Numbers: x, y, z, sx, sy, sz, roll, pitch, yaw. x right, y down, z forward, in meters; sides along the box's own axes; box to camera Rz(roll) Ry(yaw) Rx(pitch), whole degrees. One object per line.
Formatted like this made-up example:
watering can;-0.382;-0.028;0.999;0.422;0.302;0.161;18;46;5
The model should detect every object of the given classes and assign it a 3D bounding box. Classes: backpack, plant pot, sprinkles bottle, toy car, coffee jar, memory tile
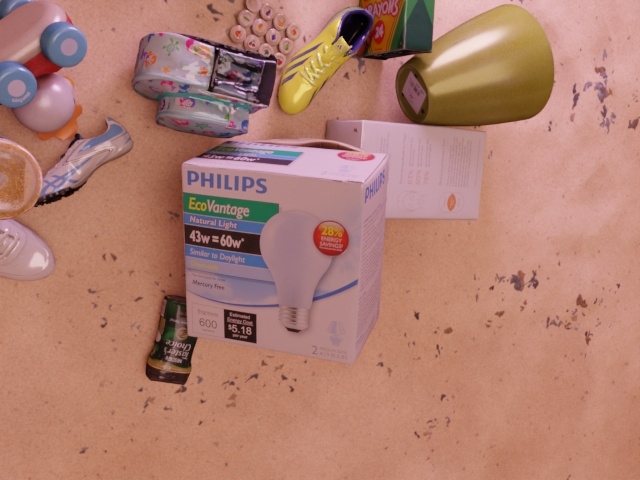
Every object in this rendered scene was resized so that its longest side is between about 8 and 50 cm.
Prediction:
backpack;-0.239;-0.305;1.372;0.253;0.225;0.191;17;86;-24
plant pot;0.330;-0.376;1.618;0.293;0.274;0.275;-19;107;-21
sprinkles bottle;-0.543;-0.115;1.175;0.121;0.355;0.121;-5;101;-26
toy car;-0.506;-0.289;1.284;0.210;0.219;0.238;-44;144;-14
coffee jar;-0.311;0.216;1.507;0.096;0.079;0.185;14;93;-28
memory tile;-0.117;-0.449;1.516;0.148;0.012;0.113;28;90;-31

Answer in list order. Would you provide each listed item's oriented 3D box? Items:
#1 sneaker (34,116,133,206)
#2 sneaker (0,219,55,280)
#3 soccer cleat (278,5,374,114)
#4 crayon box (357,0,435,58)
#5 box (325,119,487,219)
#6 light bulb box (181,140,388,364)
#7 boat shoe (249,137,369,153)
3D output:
sneaker;-0.478;-0.149;1.363;0.237;0.085;0.086;-40;97;-14
sneaker;-0.623;-0.010;1.270;0.305;0.152;0.114;36;81;-28
soccer cleat;0.010;-0.400;1.535;0.093;0.121;0.289;41;80;-27
crayon box;0.167;-0.570;1.541;0.081;0.202;0.319;-2;99;-26
box;0.194;-0.164;1.644;0.345;0.168;0.215;0;99;-27
light bulb box;-0.065;0.010;1.391;0.357;0.225;0.361;7;111;15
boat shoe;-0.015;-0.169;1.492;0.302;0.098;0.109;7;111;13
